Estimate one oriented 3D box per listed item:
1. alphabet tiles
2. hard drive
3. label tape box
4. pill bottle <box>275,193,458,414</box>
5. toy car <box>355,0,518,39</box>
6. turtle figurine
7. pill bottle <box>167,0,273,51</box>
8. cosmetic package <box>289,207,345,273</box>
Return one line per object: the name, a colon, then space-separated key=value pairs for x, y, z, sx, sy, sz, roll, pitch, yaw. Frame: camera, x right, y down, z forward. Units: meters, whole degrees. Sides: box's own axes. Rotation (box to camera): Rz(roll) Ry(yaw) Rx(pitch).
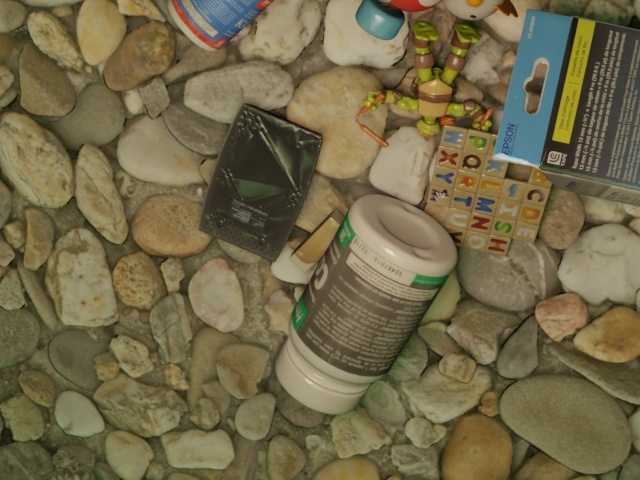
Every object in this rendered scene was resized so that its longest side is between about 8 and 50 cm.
alphabet tiles: x=0.284 y=-0.077 z=1.819 sx=0.198 sy=0.009 sz=0.237 roll=11 pitch=127 yaw=3
hard drive: x=-0.105 y=-0.105 z=1.906 sx=0.172 sy=0.054 sz=0.255 roll=23 pitch=113 yaw=3
label tape box: x=0.459 y=-0.195 z=1.665 sx=0.347 sy=0.115 sz=0.249 roll=13 pitch=83 yaw=6
pill bottle: x=0.070 y=0.118 z=1.863 sx=0.204 sy=0.204 sz=0.361 roll=29 pitch=117 yaw=1
toy car: x=0.208 y=-0.397 z=1.632 sx=0.238 sy=0.210 sz=0.219 roll=25 pitch=123 yaw=-12
turtle figurine: x=0.202 y=-0.250 z=1.769 sx=0.269 sy=0.087 sz=0.217 roll=11 pitch=128 yaw=3
pill bottle: x=-0.135 y=-0.423 z=1.759 sx=0.221 sy=0.124 sz=0.124 roll=-38 pitch=98 yaw=22
cosmetic package: x=0.000 y=0.000 z=1.919 sx=0.041 sy=0.060 sz=0.115 roll=43 pitch=111 yaw=-5
